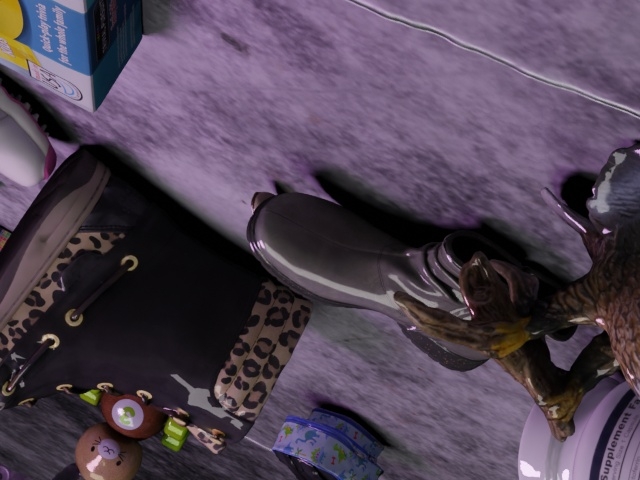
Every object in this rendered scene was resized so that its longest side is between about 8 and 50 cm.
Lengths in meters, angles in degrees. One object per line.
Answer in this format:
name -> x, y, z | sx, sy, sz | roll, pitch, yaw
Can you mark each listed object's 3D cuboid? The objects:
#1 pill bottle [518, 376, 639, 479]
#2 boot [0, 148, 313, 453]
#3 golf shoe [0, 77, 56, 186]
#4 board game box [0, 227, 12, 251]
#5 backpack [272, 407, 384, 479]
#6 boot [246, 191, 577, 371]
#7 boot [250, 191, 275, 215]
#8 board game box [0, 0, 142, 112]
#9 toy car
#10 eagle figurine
pill bottle -> 0.293, 0.188, 1.504 | 0.265, 0.153, 0.153 | 13, 155, 44
boot -> -0.210, 0.127, 1.866 | 0.284, 0.377, 0.138 | 29, -163, -14
golf shoe -> -0.378, -0.121, 1.732 | 0.306, 0.140, 0.115 | 38, 159, -26
board game box -> -0.341, 0.052, 2.280 | 0.141, 0.048, 0.170 | 28, 162, -2
backpack -> 0.007, 0.237, 2.178 | 0.105, 0.084, 0.114 | 13, 160, 41
boot -> 0.076, 0.015, 1.526 | 0.246, 0.083, 0.161 | 29, 156, -14
boot -> 0.000, 0.000, 1.643 | 0.087, 0.042, 0.118 | 10, 155, 32
board game box -> -0.291, -0.242, 1.370 | 0.336, 0.079, 0.254 | 28, 162, 5
toy car -> -0.272, 0.270, 2.524 | 0.155, 0.188, 0.149 | 29, 162, 2
eagle figurine -> 0.241, 0.042, 1.218 | 0.298, 0.225, 0.226 | -24, 175, 33
